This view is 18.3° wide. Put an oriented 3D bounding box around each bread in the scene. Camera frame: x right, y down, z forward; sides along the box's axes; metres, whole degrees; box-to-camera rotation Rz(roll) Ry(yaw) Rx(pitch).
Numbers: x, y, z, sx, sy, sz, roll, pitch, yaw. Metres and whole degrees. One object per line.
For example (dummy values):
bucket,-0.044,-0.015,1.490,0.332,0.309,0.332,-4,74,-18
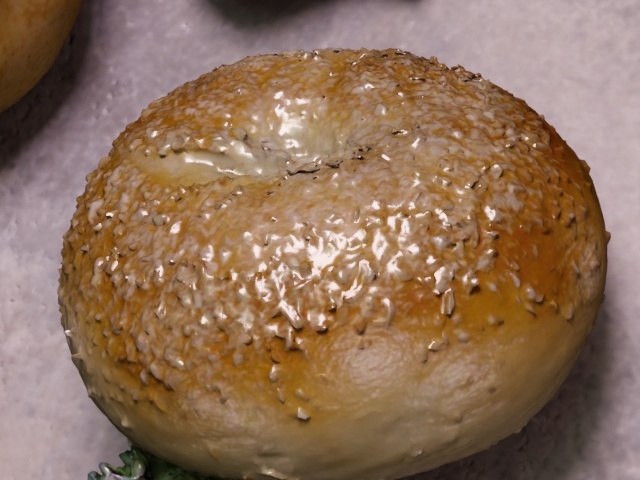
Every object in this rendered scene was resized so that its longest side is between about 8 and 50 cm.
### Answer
bread,0.000,0.000,1.063,0.305,0.158,0.305,-9,39,7

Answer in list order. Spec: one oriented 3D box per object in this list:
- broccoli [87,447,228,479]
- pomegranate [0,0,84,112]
broccoli,-0.054,0.183,1.040,0.154,0.160,0.167,-14,82,12
pomegranate,-0.274,-0.205,1.207,0.319,0.319,0.319,-7,65,16
